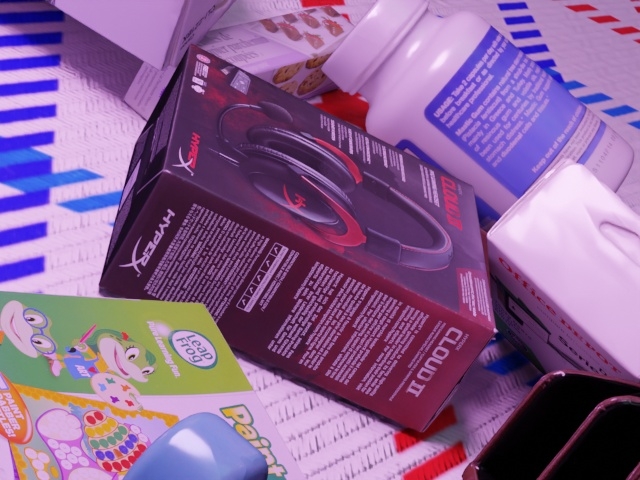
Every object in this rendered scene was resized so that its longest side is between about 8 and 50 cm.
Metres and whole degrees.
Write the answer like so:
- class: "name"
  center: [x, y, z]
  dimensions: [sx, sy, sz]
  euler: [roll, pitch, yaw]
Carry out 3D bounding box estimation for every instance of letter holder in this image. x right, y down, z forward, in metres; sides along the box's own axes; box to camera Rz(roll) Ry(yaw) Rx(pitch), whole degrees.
- class: "letter holder"
  center: [0.288, 0.184, 1.018]
  dimensions: [0.302, 0.214, 0.152]
  euler: [21, 30, -21]

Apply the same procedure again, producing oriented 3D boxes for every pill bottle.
- class: "pill bottle"
  center: [0.139, -0.113, 1.373]
  dimensions: [0.272, 0.152, 0.152]
  euler: [41, 27, -4]

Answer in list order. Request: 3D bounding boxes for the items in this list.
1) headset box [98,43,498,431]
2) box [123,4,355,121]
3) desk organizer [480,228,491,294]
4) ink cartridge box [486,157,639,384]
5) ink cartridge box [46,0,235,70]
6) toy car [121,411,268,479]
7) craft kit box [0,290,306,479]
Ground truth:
- class: "headset box"
  center: [0.000, 0.000, 1.123]
  dimensions: [0.293, 0.110, 0.218]
  euler: [26, 28, -13]
- class: "box"
  center: [-0.056, -0.158, 1.371]
  dimensions: [0.063, 0.067, 0.324]
  euler: [40, 27, 13]
- class: "desk organizer"
  center: [0.127, -0.002, 1.326]
  dimensions: [0.130, 0.050, 0.047]
  euler: [33, 27, -1]
- class: "ink cartridge box"
  center: [0.214, 0.054, 1.159]
  dimensions: [0.160, 0.092, 0.219]
  euler: [44, -9, 21]
- class: "ink cartridge box"
  center: [-0.181, -0.292, 1.233]
  dimensions: [0.273, 0.114, 0.197]
  euler: [32, 48, 3]
- class: "toy car"
  center: [-0.010, 0.226, 0.717]
  dimensions: [0.219, 0.210, 0.238]
  euler: [38, -3, 17]
- class: "craft kit box"
  center: [-0.124, 0.131, 0.846]
  dimensions: [0.246, 0.061, 0.250]
  euler: [9, 36, -43]
